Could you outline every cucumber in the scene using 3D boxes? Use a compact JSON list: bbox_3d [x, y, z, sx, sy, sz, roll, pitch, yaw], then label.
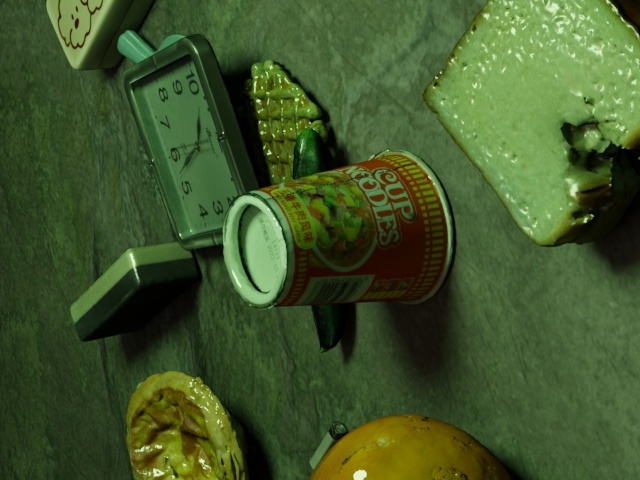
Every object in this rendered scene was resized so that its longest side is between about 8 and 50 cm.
[{"bbox_3d":[0.000,0.000,1.768,0.056,0.056,0.284,12,113,53],"label":"cucumber"}]

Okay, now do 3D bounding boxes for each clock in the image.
[{"bbox_3d":[-0.166,-0.126,1.941,0.279,0.049,0.273,-9,101,62],"label":"clock"}]

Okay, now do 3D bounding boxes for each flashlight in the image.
[{"bbox_3d":[0.010,0.265,1.854,0.018,0.018,0.083,58,139,31],"label":"flashlight"}]

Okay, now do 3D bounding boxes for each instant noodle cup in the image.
[{"bbox_3d":[0.009,-0.002,1.626,0.193,0.212,0.193,18,112,52],"label":"instant noodle cup"}]

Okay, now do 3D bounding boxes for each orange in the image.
[{"bbox_3d":[0.096,0.311,1.559,0.246,0.246,0.246,17,111,52],"label":"orange"}]

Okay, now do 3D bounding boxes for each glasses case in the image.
[{"bbox_3d":[-0.296,-0.396,2.077,0.336,0.076,0.144,-51,56,46],"label":"glasses case"}]

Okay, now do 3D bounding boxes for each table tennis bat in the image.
[{"bbox_3d":[-0.211,-0.233,2.038,0.244,0.040,0.152,40,130,37],"label":"table tennis bat"}]

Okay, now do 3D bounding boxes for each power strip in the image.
[{"bbox_3d":[-0.283,0.078,2.144,0.257,0.105,0.070,-40,65,51],"label":"power strip"}]

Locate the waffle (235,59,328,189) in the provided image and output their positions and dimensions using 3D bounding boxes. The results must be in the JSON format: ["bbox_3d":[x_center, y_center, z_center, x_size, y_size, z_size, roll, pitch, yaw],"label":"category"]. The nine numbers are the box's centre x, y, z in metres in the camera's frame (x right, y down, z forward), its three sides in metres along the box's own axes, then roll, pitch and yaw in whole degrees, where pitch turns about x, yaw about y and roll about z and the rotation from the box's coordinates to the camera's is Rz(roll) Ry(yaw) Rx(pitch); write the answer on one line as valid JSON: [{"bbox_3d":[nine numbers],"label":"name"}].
[{"bbox_3d":[-0.054,-0.133,1.837,0.183,0.036,0.169,52,138,35],"label":"waffle"}]

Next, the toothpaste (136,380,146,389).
[{"bbox_3d":[-0.203,0.262,2.139,0.216,0.037,0.061,29,121,41],"label":"toothpaste"}]

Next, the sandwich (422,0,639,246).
[{"bbox_3d":[0.239,-0.149,1.373,0.249,0.095,0.273,60,141,27],"label":"sandwich"}]

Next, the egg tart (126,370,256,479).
[{"bbox_3d":[-0.176,0.294,2.031,0.241,0.106,0.241,11,106,40],"label":"egg tart"}]
